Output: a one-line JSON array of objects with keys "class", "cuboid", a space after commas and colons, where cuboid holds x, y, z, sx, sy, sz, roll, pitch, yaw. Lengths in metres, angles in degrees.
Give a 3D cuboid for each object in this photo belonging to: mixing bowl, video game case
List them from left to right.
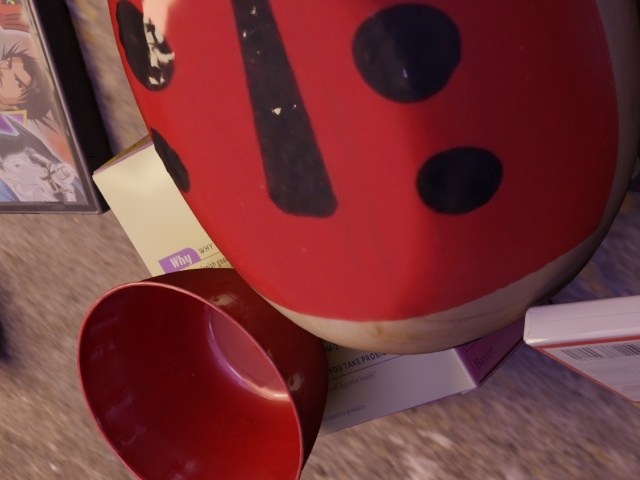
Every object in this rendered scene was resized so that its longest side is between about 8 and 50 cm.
[{"class": "video game case", "cuboid": [-0.295, -0.149, 1.489, 0.248, 0.035, 0.274, 1, 116, 35]}, {"class": "mixing bowl", "cuboid": [-0.062, 0.087, 1.258, 0.181, 0.098, 0.181, 18, 126, 27]}, {"class": "video game case", "cuboid": [0.279, 0.085, 1.092, 0.204, 0.025, 0.285, -9, 154, 39]}]

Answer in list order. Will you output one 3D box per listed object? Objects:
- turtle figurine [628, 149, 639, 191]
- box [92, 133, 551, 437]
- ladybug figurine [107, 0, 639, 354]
[{"class": "turtle figurine", "cuboid": [0.258, -0.024, 1.109, 0.175, 0.118, 0.234, 18, 144, 47]}, {"class": "box", "cuboid": [0.000, 0.000, 1.309, 0.213, 0.117, 0.243, -23, 102, 42]}, {"class": "ladybug figurine", "cuboid": [0.011, -0.108, 1.019, 0.305, 0.162, 0.449, 3, 129, 29]}]
